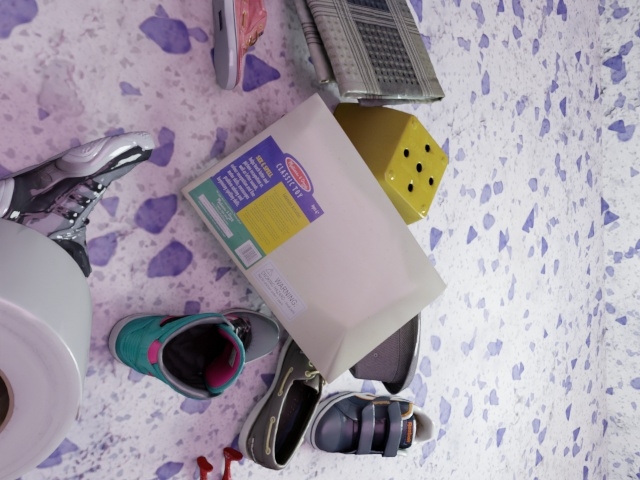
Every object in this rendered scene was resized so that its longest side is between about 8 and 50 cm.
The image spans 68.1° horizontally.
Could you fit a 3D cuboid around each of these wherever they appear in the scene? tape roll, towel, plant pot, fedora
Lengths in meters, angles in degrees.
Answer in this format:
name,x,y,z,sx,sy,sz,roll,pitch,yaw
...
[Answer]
name,x,y,z,sx,sy,sz,roll,pitch,yaw
tape roll,-0.375,0.114,0.491,0.246,0.169,0.246,-8,115,-18
towel,0.087,-0.404,0.921,0.312,0.056,0.325,-12,78,-41
plant pot,0.122,-0.139,0.941,0.212,0.187,0.212,38,70,-36
fedora,0.108,0.174,0.967,0.124,0.243,0.276,1,98,-12

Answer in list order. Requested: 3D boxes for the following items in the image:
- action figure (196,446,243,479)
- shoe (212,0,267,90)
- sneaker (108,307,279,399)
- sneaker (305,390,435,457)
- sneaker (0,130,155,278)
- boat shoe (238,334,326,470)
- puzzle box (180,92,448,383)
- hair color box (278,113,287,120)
name,x,y,z,sx,sy,sz,roll,pitch,yaw
action figure,-0.154,0.520,0.800,0.091,0.139,0.281,-3,98,-39
shoe,-0.130,-0.338,0.787,0.081,0.063,0.178,-4,92,-35
sneaker,-0.151,0.164,0.738,0.295,0.178,0.124,5,90,-41
sneaker,0.122,0.401,1.030,0.321,0.127,0.126,7,91,-39
sneaker,-0.323,-0.037,0.629,0.268,0.101,0.153,-34,116,-27
boat shoe,-0.038,0.275,0.893,0.109,0.091,0.305,48,59,-34
puzzle box,0.000,0.000,0.798,0.272,0.052,0.409,-36,100,-6
hair color box,-0.072,-0.160,0.867,0.072,0.043,0.141,46,65,-32
